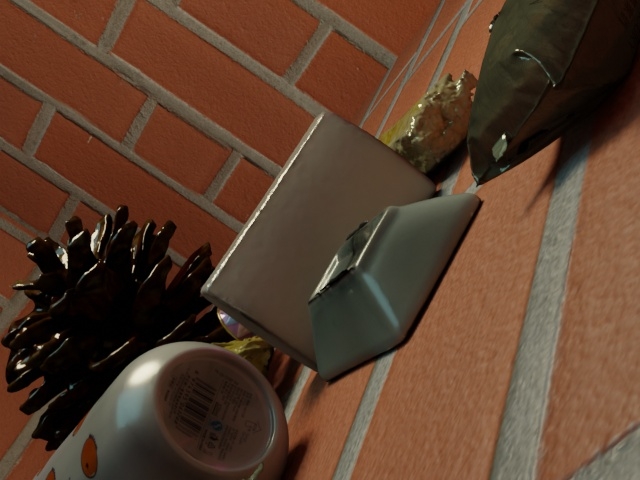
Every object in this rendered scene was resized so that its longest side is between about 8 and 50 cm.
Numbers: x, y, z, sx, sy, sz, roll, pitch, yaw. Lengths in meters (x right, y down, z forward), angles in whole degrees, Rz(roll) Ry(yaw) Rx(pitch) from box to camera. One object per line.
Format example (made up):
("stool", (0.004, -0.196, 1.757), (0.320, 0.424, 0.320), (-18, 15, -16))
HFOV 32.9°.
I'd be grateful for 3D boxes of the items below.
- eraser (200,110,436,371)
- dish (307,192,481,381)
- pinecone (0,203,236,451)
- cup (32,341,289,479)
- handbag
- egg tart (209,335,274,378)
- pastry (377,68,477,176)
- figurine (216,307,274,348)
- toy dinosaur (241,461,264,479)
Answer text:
("eraser", (0.000, 0.000, 1.308), (0.270, 0.174, 0.095), (-57, 8, -11))
("dish", (0.054, 0.039, 1.148), (0.182, 0.080, 0.243), (-59, 8, -25))
("pinecone", (-0.302, 0.129, 1.637), (0.398, 0.398, 0.398), (-55, 6, 9))
("cup", (-0.180, 0.255, 1.191), (0.317, 0.212, 0.212), (-50, 9, 42))
("handbag", (0.208, -0.176, 0.946), (0.270, 0.117, 0.182), (-61, 0, -33))
("egg tart", (-0.145, 0.223, 1.432), (0.241, 0.106, 0.241), (-34, -18, -13))
("pastry", (0.115, -0.119, 1.414), (0.121, 0.089, 0.258), (-38, -3, -27))
("figurine", (-0.029, 0.028, 1.483), (0.263, 0.189, 0.142), (-51, 52, 23))
("toy dinosaur", (-0.077, 0.288, 0.953), (0.167, 0.053, 0.242), (-61, 13, 14))
